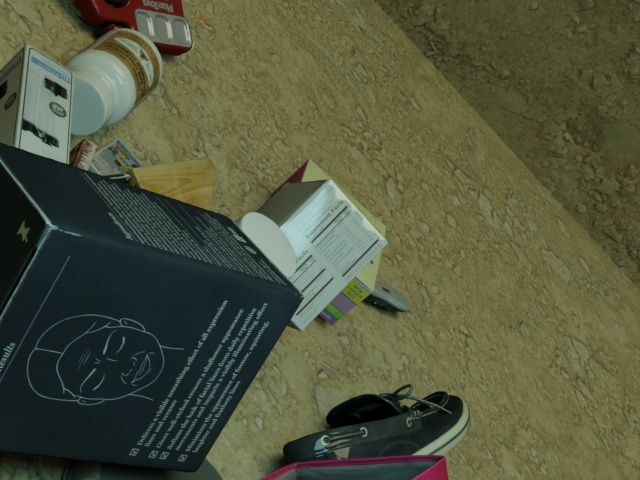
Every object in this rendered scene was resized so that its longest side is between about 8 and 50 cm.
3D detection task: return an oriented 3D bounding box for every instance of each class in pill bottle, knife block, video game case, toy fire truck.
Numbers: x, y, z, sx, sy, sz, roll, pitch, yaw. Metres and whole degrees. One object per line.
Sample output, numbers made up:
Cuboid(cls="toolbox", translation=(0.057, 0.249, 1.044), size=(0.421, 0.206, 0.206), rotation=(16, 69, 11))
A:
Cuboid(cls="pill bottle", translation=(-0.168, 0.075, 1.713), size=(0.152, 0.272, 0.152), rotation=(38, 31, -28))
Cuboid(cls="knife block", translation=(-0.291, -0.075, 1.873), size=(0.242, 0.088, 0.275), rotation=(39, 37, -32))
Cuboid(cls="video game case", translation=(-0.340, -0.119, 1.956), size=(0.087, 0.011, 0.122), rotation=(50, 28, -5))
Cuboid(cls="pill bottle", translation=(-0.363, -0.264, 1.956), size=(0.131, 0.131, 0.229), rotation=(48, 28, -11))
Cuboid(cls="toy fire truck", translation=(-0.365, -0.482, 2.198), size=(0.302, 0.169, 0.253), rotation=(-5, 81, -58))

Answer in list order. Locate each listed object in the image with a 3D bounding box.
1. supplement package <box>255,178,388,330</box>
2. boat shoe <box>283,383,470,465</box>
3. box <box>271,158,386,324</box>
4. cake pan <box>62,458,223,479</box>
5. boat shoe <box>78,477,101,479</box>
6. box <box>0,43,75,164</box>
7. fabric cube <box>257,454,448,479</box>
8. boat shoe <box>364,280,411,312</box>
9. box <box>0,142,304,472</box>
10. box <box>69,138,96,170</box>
Cuboid(cls="supplement package", translation=(-0.045, 0.019, 1.925), size=(0.145, 0.204, 0.262), rotation=(47, -11, -12))
Cuboid(cls="boat shoe", translation=(0.103, 0.326, 1.952), size=(0.500, 0.187, 0.156), rotation=(-17, 79, -56))
Cuboid(cls="box", translation=(0.000, 0.000, 2.219), size=(0.213, 0.117, 0.243), rotation=(41, 29, -15))
Cuboid(cls="cake pan", translation=(-0.211, 0.373, 1.542), size=(0.293, 0.054, 0.293), rotation=(37, 31, -28))
Cuboid(cls="boat shoe", translation=(-0.228, 0.423, 1.253), size=(0.116, 0.123, 0.324), rotation=(20, 71, -54))
Cuboid(cls="box", translation=(-0.434, -0.121, 1.639), size=(0.087, 0.169, 0.290), rotation=(32, 35, -35))
Cuboid(cls="fabric cube", translation=(0.030, 0.443, 1.533), size=(0.259, 0.254, 0.258), rotation=(-12, 92, -61))
Cuboid(cls="boat shoe", translation=(0.129, 0.118, 2.383), size=(0.142, 0.040, 0.049), rotation=(29, 27, -39))
Cuboid(cls="box", translation=(-0.275, 0.095, 1.432), size=(0.395, 0.293, 0.212), rotation=(19, 18, -45))
Cuboid(cls="box", translation=(-0.388, -0.083, 1.747), size=(0.027, 0.094, 0.137), rotation=(40, 31, -24))
